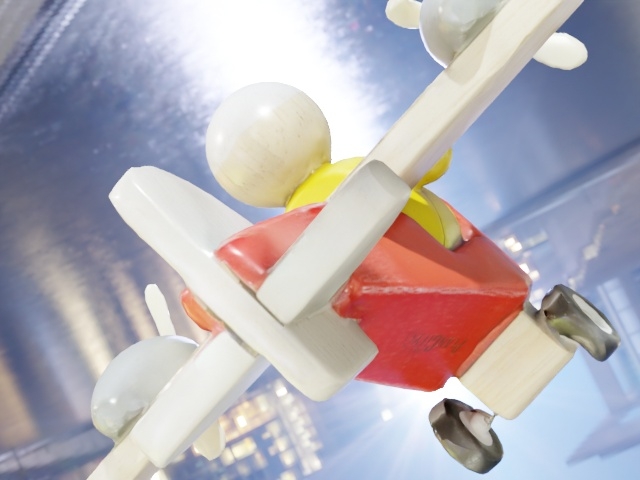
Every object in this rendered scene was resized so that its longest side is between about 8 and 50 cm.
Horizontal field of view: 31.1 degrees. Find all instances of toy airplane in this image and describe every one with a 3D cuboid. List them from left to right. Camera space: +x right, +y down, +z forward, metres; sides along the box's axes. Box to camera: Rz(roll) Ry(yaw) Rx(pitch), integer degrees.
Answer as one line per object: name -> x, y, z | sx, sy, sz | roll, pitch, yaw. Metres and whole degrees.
toy airplane -> 0.000, 0.000, 0.713 | 0.386, 0.272, 0.384 | -26, 150, -22
